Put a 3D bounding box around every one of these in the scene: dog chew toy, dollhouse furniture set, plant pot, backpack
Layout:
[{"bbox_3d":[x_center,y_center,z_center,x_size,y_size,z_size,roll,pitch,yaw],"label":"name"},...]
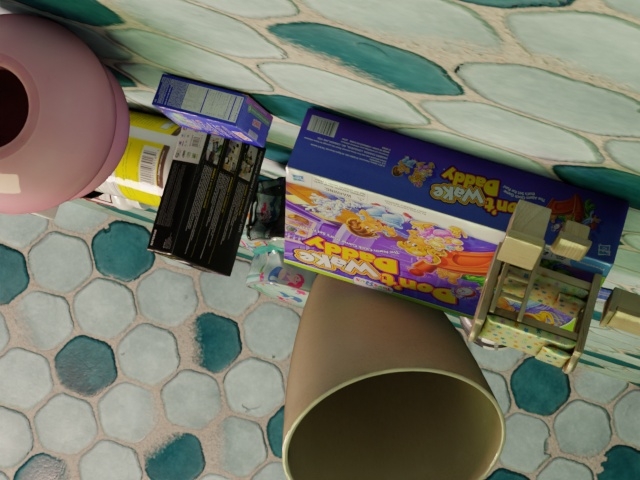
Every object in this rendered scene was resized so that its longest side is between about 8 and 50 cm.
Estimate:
[{"bbox_3d":[-0.300,-0.130,1.529,0.206,0.207,0.332,17,-177,8],"label":"dog chew toy"},{"bbox_3d":[0.253,0.062,1.378,0.181,0.101,0.161,18,155,4],"label":"dollhouse furniture set"},{"bbox_3d":[0.068,0.149,1.692,0.256,0.256,0.274,20,-146,-23],"label":"plant pot"},{"bbox_3d":[0.000,0.000,1.905,0.225,0.191,0.253,17,179,-22],"label":"backpack"}]

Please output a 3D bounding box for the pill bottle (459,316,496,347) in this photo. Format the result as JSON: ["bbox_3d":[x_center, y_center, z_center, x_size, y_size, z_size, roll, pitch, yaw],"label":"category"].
[{"bbox_3d":[0.285,0.107,2.272,0.130,0.130,0.246,17,175,9],"label":"pill bottle"}]

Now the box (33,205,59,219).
[{"bbox_3d":[-0.395,-0.141,1.715,0.181,0.182,0.119,23,173,-39],"label":"box"}]

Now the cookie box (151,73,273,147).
[{"bbox_3d":[-0.118,-0.143,1.557,0.107,0.040,0.092,16,174,18],"label":"cookie box"}]

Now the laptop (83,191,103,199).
[{"bbox_3d":[-0.309,-0.080,2.242,0.234,0.137,0.264,13,163,44],"label":"laptop"}]

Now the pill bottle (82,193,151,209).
[{"bbox_3d":[-0.366,-0.102,2.489,0.152,0.086,0.086,15,174,26],"label":"pill bottle"}]

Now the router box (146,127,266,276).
[{"bbox_3d":[-0.142,-0.055,1.778,0.046,0.179,0.133,12,172,32],"label":"router box"}]

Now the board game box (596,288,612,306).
[{"bbox_3d":[0.461,0.094,2.170,0.090,0.020,0.090,14,173,33],"label":"board game box"}]

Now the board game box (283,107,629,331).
[{"bbox_3d":[0.136,-0.007,1.538,0.347,0.078,0.233,17,155,6],"label":"board game box"}]

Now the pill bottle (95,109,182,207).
[{"bbox_3d":[-0.244,-0.112,1.859,0.215,0.117,0.117,15,174,29],"label":"pill bottle"}]
